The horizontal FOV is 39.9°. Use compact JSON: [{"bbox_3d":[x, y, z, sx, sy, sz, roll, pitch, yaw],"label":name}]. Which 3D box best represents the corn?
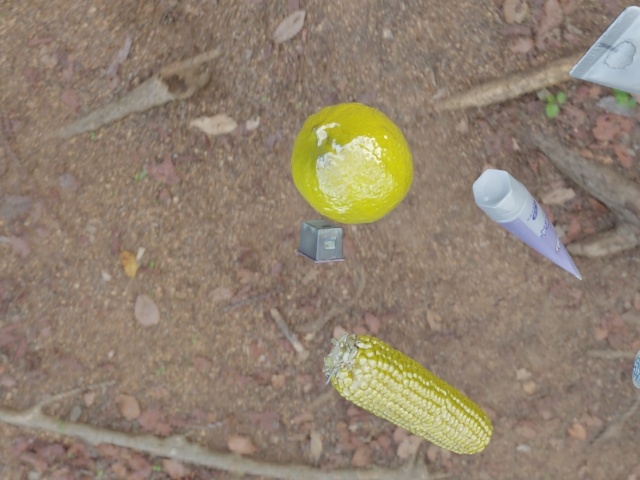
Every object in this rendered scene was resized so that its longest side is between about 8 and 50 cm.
[{"bbox_3d":[0.142,0.243,1.360,0.305,0.106,0.106,33,112,-20],"label":"corn"}]

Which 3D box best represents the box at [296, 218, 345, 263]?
[{"bbox_3d":[0.000,0.000,1.559,0.060,0.084,0.063,-6,105,-25],"label":"box"}]

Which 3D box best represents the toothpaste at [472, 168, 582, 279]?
[{"bbox_3d":[0.387,-0.028,1.619,0.080,0.125,0.371,-35,144,18],"label":"toothpaste"}]

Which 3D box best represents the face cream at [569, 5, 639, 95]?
[{"bbox_3d":[0.513,-0.226,1.210,0.314,0.089,0.143,12,149,-16],"label":"face cream"}]

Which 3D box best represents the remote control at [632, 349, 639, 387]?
[{"bbox_3d":[0.573,0.237,1.535,0.032,0.122,0.074,6,102,4],"label":"remote control"}]

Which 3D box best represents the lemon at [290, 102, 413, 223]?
[{"bbox_3d":[0.048,-0.113,1.293,0.180,0.181,0.193,-10,139,4],"label":"lemon"}]
